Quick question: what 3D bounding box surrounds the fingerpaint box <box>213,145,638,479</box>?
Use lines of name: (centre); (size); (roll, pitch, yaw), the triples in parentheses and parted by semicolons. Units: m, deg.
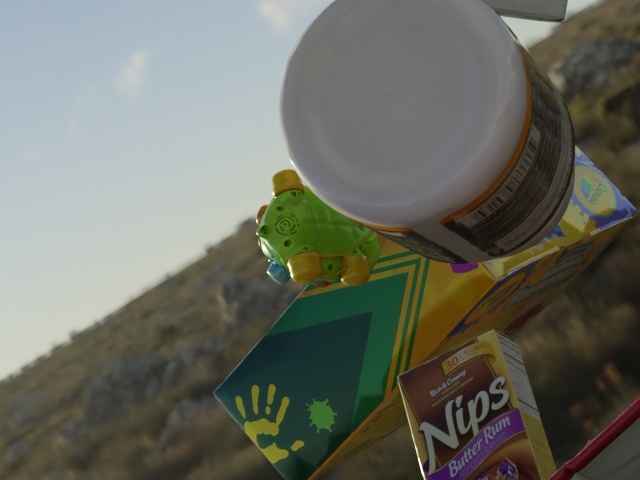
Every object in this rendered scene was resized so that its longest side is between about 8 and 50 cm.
fingerpaint box: (0.136, 0.067, 1.813); (0.371, 0.163, 0.445); (-49, -16, 29)

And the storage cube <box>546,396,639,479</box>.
storage cube: (0.183, 0.171, 0.560); (0.183, 0.215, 0.193); (-45, -43, 19)

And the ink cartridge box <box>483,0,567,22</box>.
ink cartridge box: (0.161, -0.272, 1.288); (0.093, 0.154, 0.212); (8, 12, -1)

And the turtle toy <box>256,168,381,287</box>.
turtle toy: (0.000, 0.000, 1.219); (0.130, 0.095, 0.066); (6, -28, -38)

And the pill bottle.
pill bottle: (0.089, -0.069, 1.055); (0.162, 0.162, 0.278); (-31, -16, 12)

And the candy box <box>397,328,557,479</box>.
candy box: (0.145, 0.186, 1.358); (0.109, 0.186, 0.053); (-29, -36, 22)
